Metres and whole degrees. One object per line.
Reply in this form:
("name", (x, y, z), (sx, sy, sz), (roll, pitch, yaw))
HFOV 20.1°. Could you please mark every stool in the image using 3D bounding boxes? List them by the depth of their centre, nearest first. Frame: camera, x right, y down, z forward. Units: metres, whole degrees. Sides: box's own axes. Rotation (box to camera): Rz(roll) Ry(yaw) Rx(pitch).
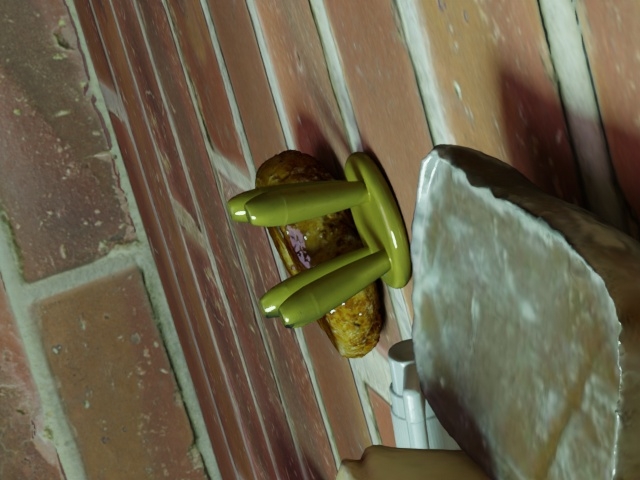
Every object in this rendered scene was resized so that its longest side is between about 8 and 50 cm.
("stool", (0.000, 0.000, 1.379), (0.134, 0.110, 0.135), (86, 161, -50))

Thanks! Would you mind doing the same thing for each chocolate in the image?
("chocolate", (0.126, 0.048, 0.923), (0.254, 0.080, 0.157), (-138, 45, -65))

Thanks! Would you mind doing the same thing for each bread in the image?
("bread", (0.001, 0.008, 1.528), (0.193, 0.064, 0.193), (156, 90, -82))

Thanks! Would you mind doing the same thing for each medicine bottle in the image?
("medicine bottle", (0.085, 0.183, 1.360), (0.092, 0.061, 0.221), (-80, -20, -62))

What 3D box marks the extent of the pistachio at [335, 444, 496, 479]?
("pistachio", (0.084, 0.208, 1.048), (0.214, 0.193, 0.318), (54, 180, 5))
